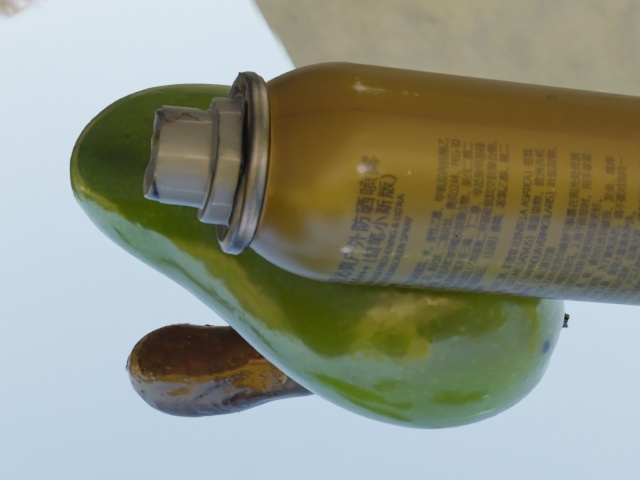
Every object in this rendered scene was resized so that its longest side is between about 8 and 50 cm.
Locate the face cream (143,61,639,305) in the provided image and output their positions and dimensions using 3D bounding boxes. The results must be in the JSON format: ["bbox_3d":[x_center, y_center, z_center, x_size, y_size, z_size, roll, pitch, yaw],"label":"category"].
[{"bbox_3d":[0.091,-0.024,0.682,0.348,0.105,0.105,4,-161,-14],"label":"face cream"}]

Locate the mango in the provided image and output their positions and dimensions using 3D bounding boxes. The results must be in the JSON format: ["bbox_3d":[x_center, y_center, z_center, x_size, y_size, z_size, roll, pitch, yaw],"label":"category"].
[{"bbox_3d":[0.000,0.000,0.804,0.293,0.143,0.175,25,-143,5],"label":"mango"}]

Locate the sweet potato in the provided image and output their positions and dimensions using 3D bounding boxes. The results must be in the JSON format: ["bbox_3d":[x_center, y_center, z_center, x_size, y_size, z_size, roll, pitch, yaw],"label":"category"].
[{"bbox_3d":[-0.051,0.118,1.359,0.291,0.097,0.097,-5,-152,8],"label":"sweet potato"}]
